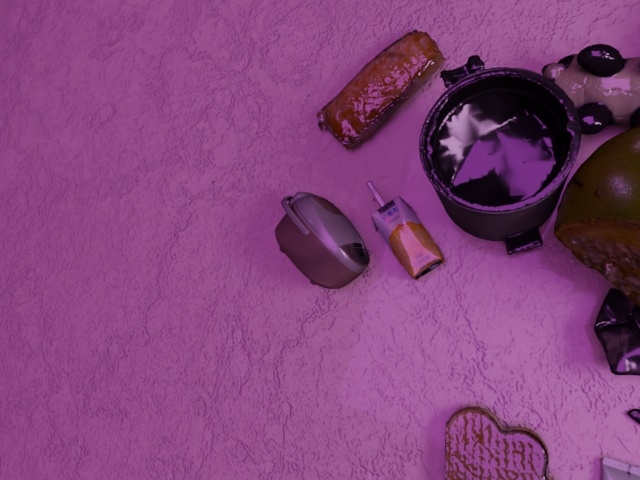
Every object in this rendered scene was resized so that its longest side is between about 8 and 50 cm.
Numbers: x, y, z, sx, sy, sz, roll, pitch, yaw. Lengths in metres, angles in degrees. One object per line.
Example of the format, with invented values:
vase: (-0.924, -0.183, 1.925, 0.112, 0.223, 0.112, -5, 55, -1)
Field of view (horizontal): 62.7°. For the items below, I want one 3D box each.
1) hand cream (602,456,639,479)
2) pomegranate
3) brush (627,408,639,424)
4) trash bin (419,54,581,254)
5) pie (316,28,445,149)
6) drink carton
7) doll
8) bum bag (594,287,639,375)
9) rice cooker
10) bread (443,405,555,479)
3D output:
hand cream: (0.466, 0.454, 0.824, 0.078, 0.050, 0.204, 13, 82, 23)
pomegranate: (0.506, -0.030, 0.680, 0.216, 0.310, 0.359, -56, 25, -17)
brush: (0.582, 0.316, 0.818, 0.194, 0.016, 0.062, 27, 91, 21)
trash bin: (0.290, -0.123, 0.859, 0.217, 0.263, 0.277, -21, 76, 15)
pie: (0.115, -0.303, 1.055, 0.282, 0.068, 0.128, -42, 70, 14)
drink carton: (0.149, -0.025, 0.994, 0.084, 0.074, 0.199, -35, 71, 11)
doll: (0.489, -0.249, 0.878, 0.235, 0.135, 0.143, 12, 110, 23)
bum bag: (0.599, 0.169, 0.793, 0.341, 0.095, 0.143, 11, 68, 18)
rice cooker: (0.000, 0.000, 1.008, 0.206, 0.145, 0.127, 45, 108, 22)
bread: (0.304, 0.431, 0.878, 0.208, 0.056, 0.286, 3, 83, 23)
